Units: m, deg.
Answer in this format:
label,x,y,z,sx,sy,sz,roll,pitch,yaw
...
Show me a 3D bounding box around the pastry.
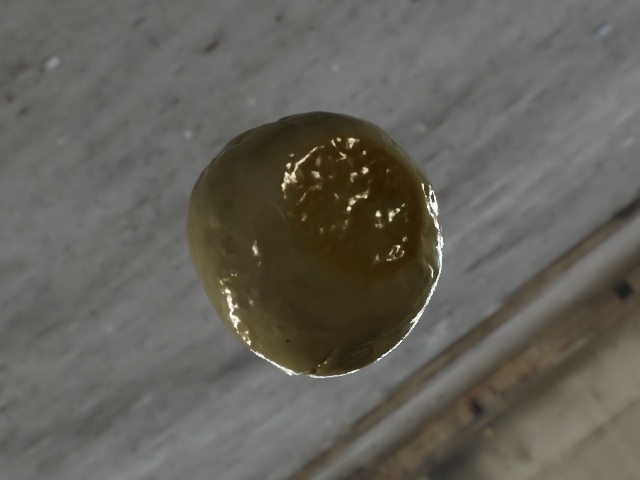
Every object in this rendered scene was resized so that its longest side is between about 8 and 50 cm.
label,x,y,z,sx,sy,sz,roll,pitch,yaw
pastry,0.000,0.000,1.060,0.156,0.156,0.092,-30,179,-31
